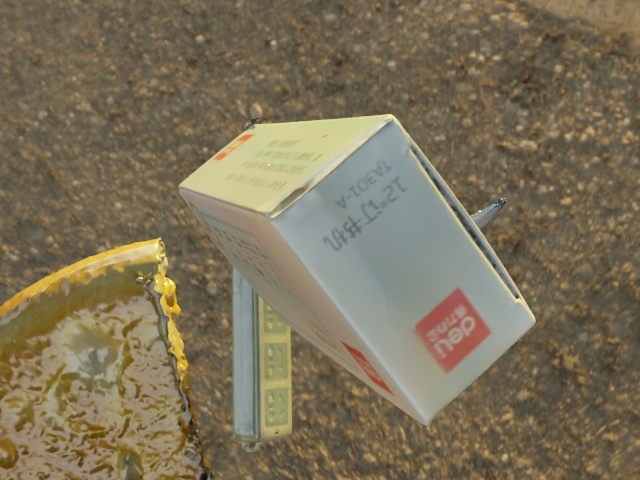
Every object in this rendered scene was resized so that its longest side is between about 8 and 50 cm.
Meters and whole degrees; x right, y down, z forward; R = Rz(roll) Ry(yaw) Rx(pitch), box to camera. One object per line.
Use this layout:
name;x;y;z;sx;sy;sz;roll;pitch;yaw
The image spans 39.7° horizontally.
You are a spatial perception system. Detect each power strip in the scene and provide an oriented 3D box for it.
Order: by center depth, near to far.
power strip;-0.077;0.141;1.166;0.052;0.078;0.272;-6;82;34

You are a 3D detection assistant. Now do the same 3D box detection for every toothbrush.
toothbrush;0.133;0.052;1.249;0.035;0.413;0.042;-23;73;-39

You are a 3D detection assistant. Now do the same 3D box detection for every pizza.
pizza;-0.099;0.078;0.387;0.130;0.041;0.178;27;108;-11

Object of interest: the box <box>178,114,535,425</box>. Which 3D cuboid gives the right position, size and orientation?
box;0.000;0.000;0.521;0.079;0.269;0.135;-40;105;-10
